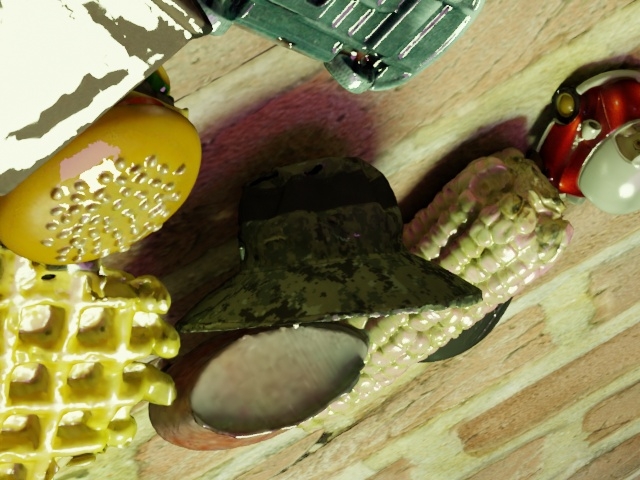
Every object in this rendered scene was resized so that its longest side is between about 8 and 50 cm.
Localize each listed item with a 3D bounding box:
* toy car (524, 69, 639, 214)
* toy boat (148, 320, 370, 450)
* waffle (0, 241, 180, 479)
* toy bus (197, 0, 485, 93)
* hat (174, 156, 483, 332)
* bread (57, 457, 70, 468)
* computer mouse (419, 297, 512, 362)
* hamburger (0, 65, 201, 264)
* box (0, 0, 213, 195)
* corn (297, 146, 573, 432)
[{"bbox_3d":[0.263,-0.074,1.428,0.112,0.112,0.139,-9,143,-36],"label":"toy car"},{"bbox_3d":[-0.069,0.128,1.379,0.206,0.096,0.282,-23,177,-21],"label":"toy boat"},{"bbox_3d":[-0.259,0.095,1.157,0.312,0.060,0.307,-28,132,-9],"label":"waffle"},{"bbox_3d":[-0.009,-0.185,0.984,0.121,0.120,0.265,-45,148,21],"label":"toy bus"},{"bbox_3d":[0.000,0.000,1.259,0.266,0.128,0.265,-6,178,0],"label":"hat"},{"bbox_3d":[-0.253,0.142,1.305,0.122,0.073,0.149,-15,142,-36],"label":"bread"},{"bbox_3d":[0.149,0.074,1.600,0.172,0.057,0.099,-41,152,12],"label":"computer mouse"},{"bbox_3d":[-0.160,-0.057,1.039,0.162,0.115,0.162,-24,151,-14],"label":"hamburger"},{"bbox_3d":[-0.205,-0.165,0.760,0.153,0.188,0.252,-38,153,9],"label":"box"},{"bbox_3d":[0.089,0.051,1.451,0.335,0.126,0.127,-42,150,23],"label":"corn"}]
